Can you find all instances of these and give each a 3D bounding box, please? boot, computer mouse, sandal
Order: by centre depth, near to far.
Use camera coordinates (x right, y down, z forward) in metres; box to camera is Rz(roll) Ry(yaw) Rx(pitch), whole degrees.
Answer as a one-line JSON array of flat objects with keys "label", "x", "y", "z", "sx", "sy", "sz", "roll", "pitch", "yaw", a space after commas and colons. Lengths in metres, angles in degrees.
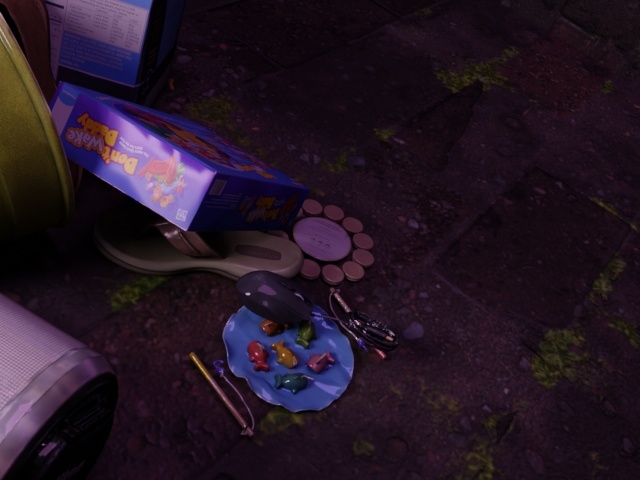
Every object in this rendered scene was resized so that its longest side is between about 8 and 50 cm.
[{"label": "boot", "x": -0.389, "y": -0.174, "z": 0.926, "sx": 0.112, "sy": 0.305, "sz": 0.115, "roll": -8, "pitch": 31, "yaw": -8}, {"label": "computer mouse", "x": 0.000, "y": 0.095, "z": 0.971, "sx": 0.242, "sy": 0.041, "sz": 0.071, "roll": 19, "pitch": 33, "yaw": -7}, {"label": "sandal", "x": -0.169, "y": -0.010, "z": 1.009, "sx": 0.303, "sy": 0.086, "sz": 0.120, "roll": 8, "pitch": 43, "yaw": -10}]

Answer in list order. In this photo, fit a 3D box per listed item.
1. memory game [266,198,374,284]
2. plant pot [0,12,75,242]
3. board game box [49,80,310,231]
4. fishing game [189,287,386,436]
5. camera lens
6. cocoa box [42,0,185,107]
[{"label": "memory game", "x": 0.000, "y": 0.000, "z": 1.134, "sx": 0.186, "sy": 0.012, "sz": 0.186, "roll": 12, "pitch": 43, "yaw": -11}, {"label": "plant pot", "x": -0.533, "y": -0.104, "z": 0.787, "sx": 0.353, "sy": 0.366, "sz": 0.366, "roll": -31, "pitch": 64, "yaw": -31}, {"label": "board game box", "x": -0.178, "y": -0.102, "z": 0.971, "sx": 0.233, "sy": 0.078, "sz": 0.347, "roll": 31, "pitch": 9, "yaw": 14}, {"label": "fishing game", "x": -0.038, "y": 0.142, "z": 0.953, "sx": 0.264, "sy": 0.041, "sz": 0.189, "roll": -17, "pitch": 57, "yaw": -37}, {"label": "camera lens", "x": -0.353, "y": 0.152, "z": 0.668, "sx": 0.274, "sy": 0.219, "sz": 0.219, "roll": 30, "pitch": 42, "yaw": 7}, {"label": "cocoa box", "x": -0.355, "y": -0.338, "z": 1.103, "sx": 0.231, "sy": 0.228, "sz": 0.347, "roll": 16, "pitch": 27, "yaw": -9}]
